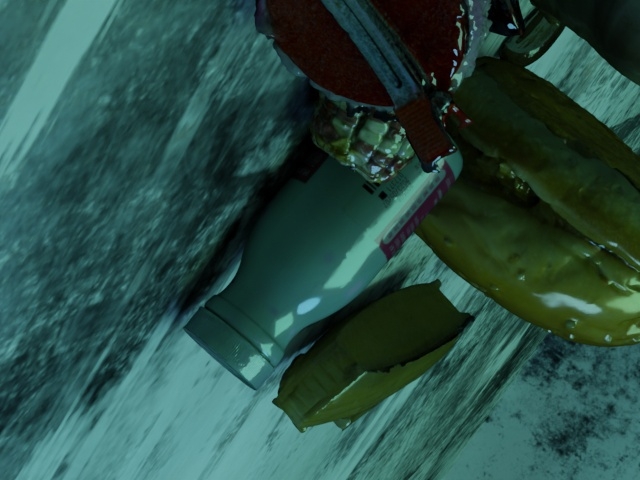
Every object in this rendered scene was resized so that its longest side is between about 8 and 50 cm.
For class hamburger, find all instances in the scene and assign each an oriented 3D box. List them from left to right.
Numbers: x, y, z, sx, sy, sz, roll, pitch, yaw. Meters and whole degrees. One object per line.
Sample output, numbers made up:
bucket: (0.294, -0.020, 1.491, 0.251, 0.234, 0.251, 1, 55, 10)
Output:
hamburger: (0.192, -0.023, 1.211, 0.158, 0.319, 0.318, -60, 164, 14)

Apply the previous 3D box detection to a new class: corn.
corn: (0.073, -0.144, 0.967, 0.237, 0.079, 0.079, -57, 165, 16)

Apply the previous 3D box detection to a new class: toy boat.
toy boat: (0.045, 0.117, 1.496, 0.121, 0.089, 0.321, -46, 170, 27)

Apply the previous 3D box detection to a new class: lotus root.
lotus root: (0.189, -0.177, 1.346, 0.083, 0.030, 0.037, -46, 166, -21)

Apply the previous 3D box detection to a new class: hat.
hat: (0.062, -0.159, 0.834, 0.129, 0.140, 0.227, -52, -177, 46)

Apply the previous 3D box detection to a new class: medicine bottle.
medicine bottle: (0.000, 0.000, 1.061, 0.216, 0.090, 0.090, -49, 166, -9)

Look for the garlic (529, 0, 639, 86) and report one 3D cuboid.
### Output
garlic: (0.278, -0.234, 1.147, 0.292, 0.210, 0.237, -50, 162, 29)
